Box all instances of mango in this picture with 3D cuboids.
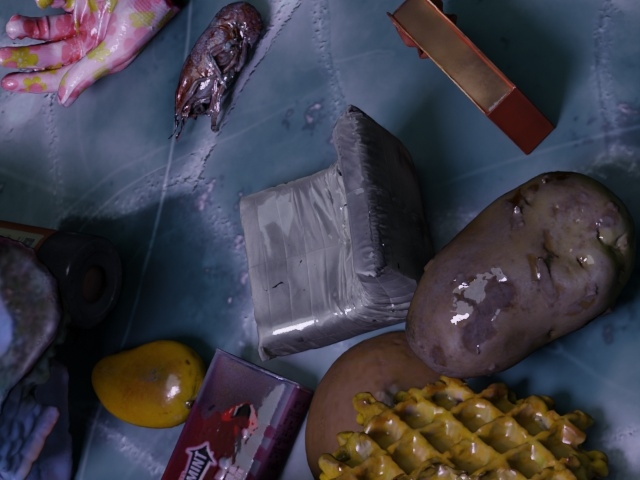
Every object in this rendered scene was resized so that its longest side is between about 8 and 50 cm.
[{"bbox_3d":[-0.199,0.166,2.042,0.161,0.076,0.103,1,77,34],"label":"mango"}]

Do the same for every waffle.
[{"bbox_3d":[0.146,0.225,1.747,0.293,0.069,0.260,7,38,12],"label":"waffle"}]

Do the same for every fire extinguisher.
[{"bbox_3d":[-0.433,0.055,2.185,0.376,0.113,0.200,11,81,31],"label":"fire extinguisher"}]

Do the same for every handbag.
[{"bbox_3d":[0.162,-0.187,1.921,0.063,0.127,0.190,-44,59,8],"label":"handbag"}]

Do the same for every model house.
[{"bbox_3d":[-0.428,0.168,2.042,0.360,0.339,0.297,18,67,22],"label":"model house"}]

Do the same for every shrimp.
[{"bbox_3d":[-0.131,-0.201,2.127,0.073,0.075,0.190,30,84,13],"label":"shrimp"}]

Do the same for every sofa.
[{"bbox_3d":[0.000,0.000,1.923,0.225,0.176,0.210,-17,67,24],"label":"sofa"}]

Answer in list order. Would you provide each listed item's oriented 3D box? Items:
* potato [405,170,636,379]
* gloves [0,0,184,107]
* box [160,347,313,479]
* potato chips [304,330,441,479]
[{"bbox_3d":[0.201,0.036,1.805,0.262,0.165,0.165,-32,61,4],"label":"potato"},{"bbox_3d":[-0.293,-0.257,2.206,0.241,0.126,0.145,-33,85,13],"label":"gloves"},{"bbox_3d":[-0.105,0.245,1.966,0.120,0.069,0.224,23,87,27],"label":"box"},{"bbox_3d":[0.059,0.197,1.897,0.195,0.062,0.208,24,89,35],"label":"potato chips"}]
